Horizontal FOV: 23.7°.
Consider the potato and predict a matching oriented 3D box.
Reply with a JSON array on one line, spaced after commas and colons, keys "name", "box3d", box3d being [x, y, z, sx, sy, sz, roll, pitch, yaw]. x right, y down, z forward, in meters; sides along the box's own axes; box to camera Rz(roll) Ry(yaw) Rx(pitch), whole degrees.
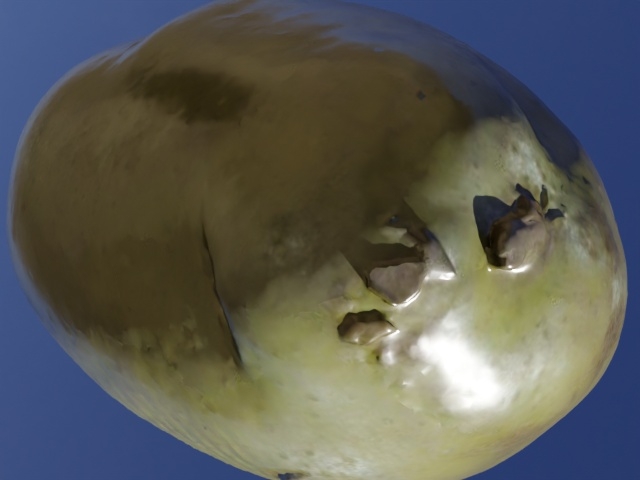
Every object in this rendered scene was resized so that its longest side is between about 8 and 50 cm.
[{"name": "potato", "box3d": [0.000, 0.000, 0.711, 0.326, 0.243, 0.220, 16, -95, 47]}]
